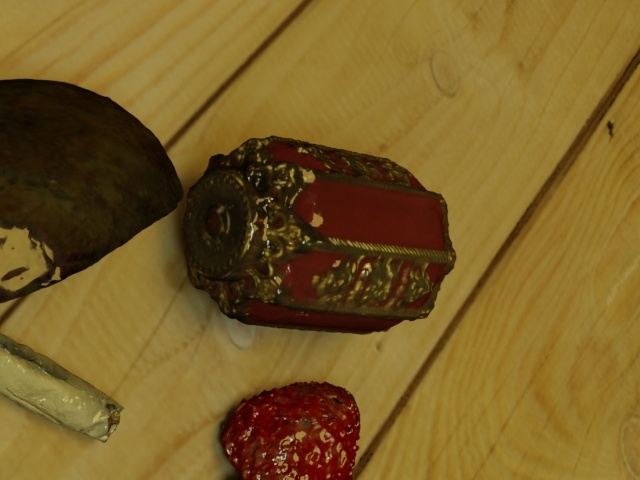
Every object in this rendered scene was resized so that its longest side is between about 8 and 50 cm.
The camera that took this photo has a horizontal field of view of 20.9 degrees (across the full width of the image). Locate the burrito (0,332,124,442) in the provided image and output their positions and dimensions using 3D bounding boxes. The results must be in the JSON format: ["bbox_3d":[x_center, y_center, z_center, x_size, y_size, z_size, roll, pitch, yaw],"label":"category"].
[{"bbox_3d":[-0.231,0.111,1.388,0.185,0.041,0.045,37,95,-35],"label":"burrito"}]

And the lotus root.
[{"bbox_3d":[-0.251,-0.044,1.324,0.314,0.210,0.142,-38,118,-60],"label":"lotus root"}]

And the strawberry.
[{"bbox_3d":[-0.013,0.192,1.563,0.192,0.085,0.140,2,74,-49],"label":"strawberry"}]

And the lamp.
[{"bbox_3d":[0.000,0.000,1.582,0.274,0.177,0.177,8,71,-48],"label":"lamp"}]
